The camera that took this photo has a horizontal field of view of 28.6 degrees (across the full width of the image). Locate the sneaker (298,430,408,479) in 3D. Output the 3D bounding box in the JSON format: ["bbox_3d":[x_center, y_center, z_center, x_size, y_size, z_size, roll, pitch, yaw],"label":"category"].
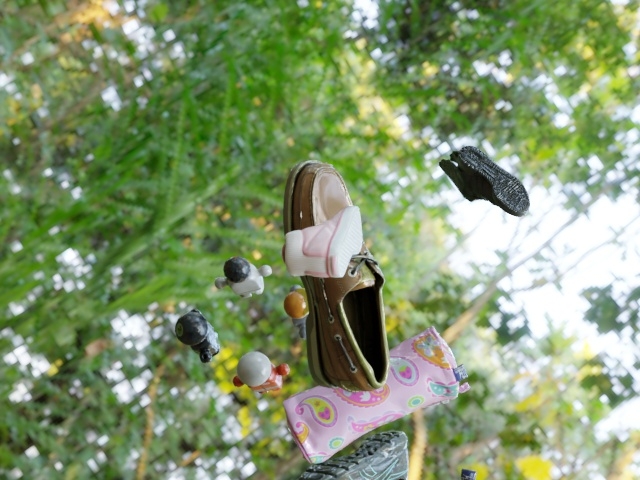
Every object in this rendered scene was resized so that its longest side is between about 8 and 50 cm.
[{"bbox_3d":[0.071,0.442,2.331,0.101,0.267,0.106,-3,-78,52],"label":"sneaker"}]

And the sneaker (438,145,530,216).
[{"bbox_3d":[0.250,-0.084,1.921,0.170,0.051,0.089,46,-21,19],"label":"sneaker"}]

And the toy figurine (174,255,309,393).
[{"bbox_3d":[-0.124,0.145,2.202,0.213,0.209,0.148,33,-9,19],"label":"toy figurine"}]

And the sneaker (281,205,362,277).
[{"bbox_3d":[0.000,0.000,1.268,0.070,0.134,0.051,-2,-70,15],"label":"sneaker"}]

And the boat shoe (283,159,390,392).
[{"bbox_3d":[0.035,0.044,1.624,0.104,0.111,0.307,0,-75,49],"label":"boat shoe"}]

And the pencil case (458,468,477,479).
[{"bbox_3d":[0.221,0.342,1.590,0.098,0.095,0.209,17,-2,35],"label":"pencil case"}]

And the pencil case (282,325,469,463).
[{"bbox_3d":[0.084,0.243,1.953,0.124,0.284,0.124,155,-90,-89],"label":"pencil case"}]
